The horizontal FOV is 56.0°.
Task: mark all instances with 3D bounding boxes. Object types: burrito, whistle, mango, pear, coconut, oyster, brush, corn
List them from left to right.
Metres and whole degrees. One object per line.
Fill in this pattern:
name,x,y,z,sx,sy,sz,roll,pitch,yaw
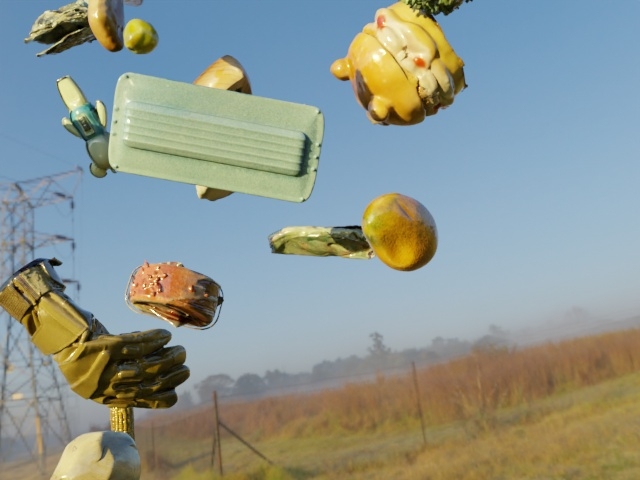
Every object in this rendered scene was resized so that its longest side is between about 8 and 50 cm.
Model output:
oyster,-0.782,-0.695,1.928,0.162,0.351,0.158,22,-30,36
whistle,-0.522,-0.260,1.371,0.114,0.235,0.077,-24,14,10
coconut,-0.558,0.572,1.485,0.224,0.224,0.224,-7,-16,-2
corn,-0.578,0.554,1.760,0.068,0.207,0.068,0,7,0
pear,-0.466,-0.518,1.545,0.092,0.092,0.097,-23,18,42
brush,-0.190,-0.220,1.192,0.174,0.166,0.266,-20,-24,-39
burrito,0.001,0.001,1.552,0.309,0.066,0.096,1,-49,19
mango,0.123,-0.018,0.940,0.089,0.115,0.165,5,-32,45

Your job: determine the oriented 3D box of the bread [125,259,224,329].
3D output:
bread,-0.339,0.135,1.406,0.224,0.142,0.212,17,-20,-13

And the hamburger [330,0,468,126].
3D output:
hamburger,0.176,-0.382,1.390,0.237,0.276,0.276,-38,-18,-1

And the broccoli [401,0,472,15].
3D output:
broccoli,0.154,-0.570,1.078,0.302,0.375,0.249,-11,-5,-26

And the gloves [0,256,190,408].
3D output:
gloves,-0.361,0.170,0.968,0.154,0.331,0.141,-39,14,28

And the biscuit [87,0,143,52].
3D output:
biscuit,-0.320,-0.398,0.906,0.047,0.208,0.164,-7,-49,4

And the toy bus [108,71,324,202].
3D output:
toy bus,-0.158,-0.166,0.975,0.312,0.152,0.190,10,10,-5
